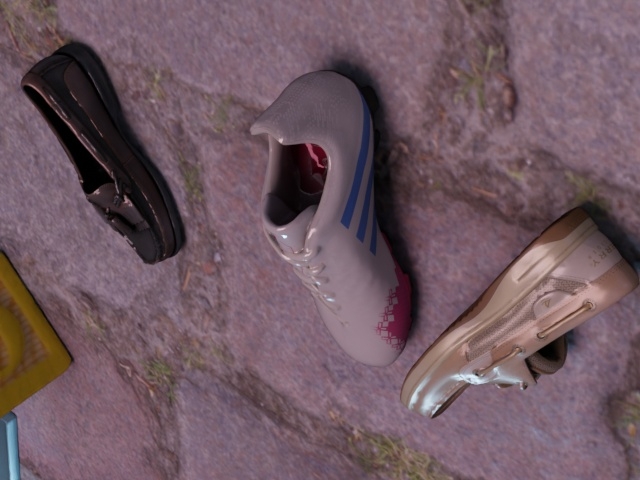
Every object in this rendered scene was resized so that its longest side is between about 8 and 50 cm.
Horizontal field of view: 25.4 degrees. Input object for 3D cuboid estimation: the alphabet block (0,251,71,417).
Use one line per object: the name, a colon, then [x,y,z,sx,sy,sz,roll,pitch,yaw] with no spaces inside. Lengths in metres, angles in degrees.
alphabet block: [-0.489,0.156,1.895,0.197,0.193,0.192,-22,103,48]

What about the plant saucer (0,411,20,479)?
plant saucer: [-0.484,0.317,2.142,0.067,0.018,0.192,29,134,24]

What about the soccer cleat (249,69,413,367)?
soccer cleat: [0.000,0.000,1.367,0.116,0.143,0.331,12,126,37]

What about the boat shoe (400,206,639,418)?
boat shoe: [0.176,0.093,1.304,0.098,0.109,0.302,46,134,8]

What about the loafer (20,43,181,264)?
loafer: [-0.250,-0.083,1.584,0.096,0.084,0.268,-11,110,46]
